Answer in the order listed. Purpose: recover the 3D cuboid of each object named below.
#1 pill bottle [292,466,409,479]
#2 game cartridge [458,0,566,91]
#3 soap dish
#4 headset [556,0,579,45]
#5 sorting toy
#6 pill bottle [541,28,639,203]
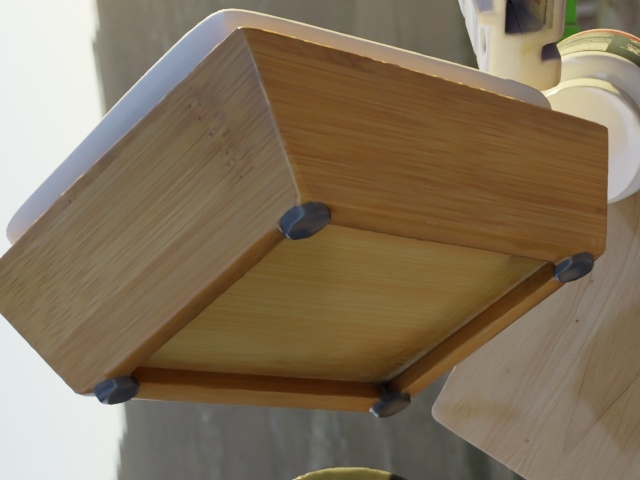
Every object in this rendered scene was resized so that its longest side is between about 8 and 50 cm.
[{"bbox_3d":[0.016,0.249,0.963,0.123,0.123,0.219,-105,16,-68],"label":"pill bottle"},{"bbox_3d":[0.094,-0.285,0.935,0.355,0.068,0.230,86,170,-47],"label":"game cartridge"},{"bbox_3d":[0.000,0.000,0.900,0.229,0.291,0.118,-40,57,33],"label":"soap dish"},{"bbox_3d":[0.308,-0.190,1.406,0.394,0.185,0.243,-6,95,54],"label":"headset"},{"bbox_3d":[0.260,0.090,1.258,0.257,0.255,0.089,-61,-27,5],"label":"sorting toy"},{"bbox_3d":[0.190,-0.083,1.155,0.180,0.108,0.108,-49,-46,-69],"label":"pill bottle"}]
